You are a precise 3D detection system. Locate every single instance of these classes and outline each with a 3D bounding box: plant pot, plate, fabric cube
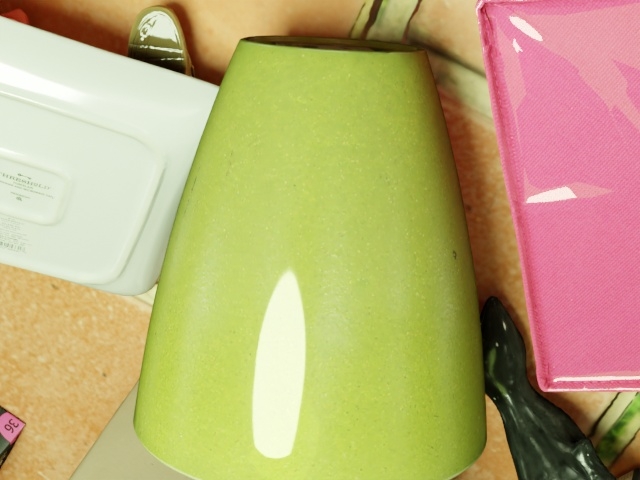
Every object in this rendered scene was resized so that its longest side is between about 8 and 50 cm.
[{"bbox_3d":[0.000,0.000,0.849,0.274,0.275,0.294,7,105,15],"label":"plant pot"},{"bbox_3d":[-0.240,-0.056,0.927,0.277,0.045,0.278,16,138,-14],"label":"plate"},{"bbox_3d":[0.254,-0.085,0.693,0.254,0.258,0.259,-2,118,21],"label":"fabric cube"}]

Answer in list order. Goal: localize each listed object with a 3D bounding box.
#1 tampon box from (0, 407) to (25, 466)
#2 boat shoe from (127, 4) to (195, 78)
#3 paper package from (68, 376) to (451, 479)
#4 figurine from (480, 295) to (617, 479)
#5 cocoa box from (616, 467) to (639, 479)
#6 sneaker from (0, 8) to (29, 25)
[{"bbox_3d":[-0.416,0.210,1.175,0.161,0.120,0.101,34,124,-2],"label":"tampon box"},{"bbox_3d":[-0.126,-0.131,0.924,0.050,0.045,0.135,4,123,5],"label":"boat shoe"},{"bbox_3d":[-0.059,0.257,0.956,0.309,0.325,0.168,1,119,18],"label":"paper package"},{"bbox_3d":[0.218,0.110,0.905,0.215,0.092,0.209,-37,80,31],"label":"figurine"},{"bbox_3d":[0.340,0.326,0.844,0.231,0.347,0.228,45,122,-8],"label":"cocoa box"},{"bbox_3d":[-0.376,-0.216,0.941,0.313,0.116,0.136,33,114,-10],"label":"sneaker"}]
